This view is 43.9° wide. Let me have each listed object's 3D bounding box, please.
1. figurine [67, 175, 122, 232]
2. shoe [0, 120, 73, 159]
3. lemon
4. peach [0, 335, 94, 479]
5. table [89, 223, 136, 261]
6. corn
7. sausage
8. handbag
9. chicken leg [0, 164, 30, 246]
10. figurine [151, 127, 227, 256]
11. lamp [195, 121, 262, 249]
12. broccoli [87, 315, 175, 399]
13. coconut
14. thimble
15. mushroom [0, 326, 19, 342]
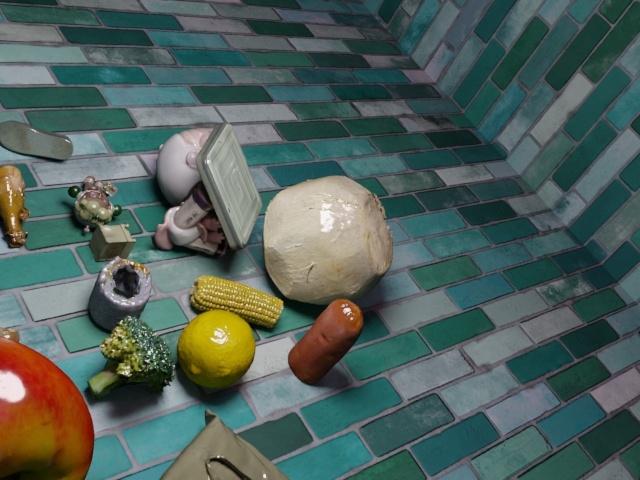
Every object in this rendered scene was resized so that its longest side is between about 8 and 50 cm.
[{"bbox_3d":[-0.580,-0.104,2.039,0.147,0.093,0.197,26,35,-30],"label":"figurine"},{"bbox_3d":[-0.757,-0.265,2.118,0.195,0.079,0.078,14,5,-13],"label":"shoe"},{"bbox_3d":[-0.238,0.247,1.839,0.178,0.178,0.203,38,38,5],"label":"lemon"},{"bbox_3d":[-0.590,0.329,1.344,0.388,0.388,0.388,20,39,-17],"label":"peach"},{"bbox_3d":[-0.518,0.003,1.977,0.083,0.079,0.062,-3,52,-41],"label":"table"},{"bbox_3d":[-0.212,0.155,2.029,0.244,0.093,0.093,17,40,-23],"label":"corn"},{"bbox_3d":[0.020,0.246,1.965,0.113,0.259,0.114,23,39,-20],"label":"sausage"},{"bbox_3d":[-0.208,0.516,1.620,0.253,0.109,0.316,39,31,1],"label":"handbag"},{"bbox_3d":[-0.744,-0.079,1.903,0.085,0.101,0.208,-5,72,-36],"label":"chicken leg"},{"bbox_3d":[-0.344,-0.149,2.150,0.210,0.253,0.362,5,51,-10],"label":"figurine"},{"bbox_3d":[-0.233,-0.143,2.056,0.267,0.047,0.269,-76,149,-60],"label":"lamp"},{"bbox_3d":[-0.414,0.274,1.709,0.194,0.219,0.194,1,87,-21],"label":"broccoli"},{"bbox_3d":[0.000,0.000,2.160,0.346,0.360,0.347,29,57,-57],"label":"coconut"},{"bbox_3d":[-0.467,0.127,1.847,0.127,0.118,0.151,25,39,-12],"label":"thimble"},{"bbox_3d":[-0.728,0.196,1.621,0.209,0.071,0.084,18,71,-15],"label":"mushroom"}]
